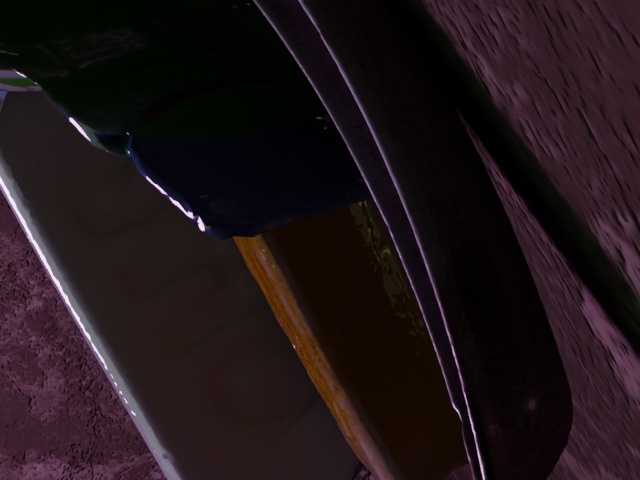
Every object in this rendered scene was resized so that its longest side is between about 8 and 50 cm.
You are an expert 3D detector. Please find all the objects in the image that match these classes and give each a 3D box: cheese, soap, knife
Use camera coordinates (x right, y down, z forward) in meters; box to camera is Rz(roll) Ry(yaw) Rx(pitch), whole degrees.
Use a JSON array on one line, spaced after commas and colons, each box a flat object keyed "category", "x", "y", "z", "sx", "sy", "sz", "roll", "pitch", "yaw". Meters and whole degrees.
[{"category": "cheese", "x": -0.093, "y": -0.093, "z": 0.610, "sx": 0.320, "sy": 0.204, "sz": 0.083, "roll": 42, "pitch": 134, "yaw": 36}, {"category": "soap", "x": -0.055, "y": 0.018, "z": 0.940, "sx": 0.289, "sy": 0.173, "sz": 0.095, "roll": 61, "pitch": 177, "yaw": -1}, {"category": "soap", "x": 0.000, "y": 0.000, "z": 0.793, "sx": 0.232, "sy": 0.073, "sz": 0.140, "roll": 62, "pitch": 173, "yaw": -21}, {"category": "knife", "x": -0.003, "y": -0.054, "z": 0.446, "sx": 0.278, "sy": 0.053, "sz": 0.123, "roll": 58, "pitch": 173, "yaw": 28}]

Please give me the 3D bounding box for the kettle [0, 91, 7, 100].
[{"category": "kettle", "x": -0.232, "y": -0.251, "z": 1.317, "sx": 0.342, "sy": 0.247, "sz": 0.319, "roll": 52, "pitch": -152, "yaw": 12}]
